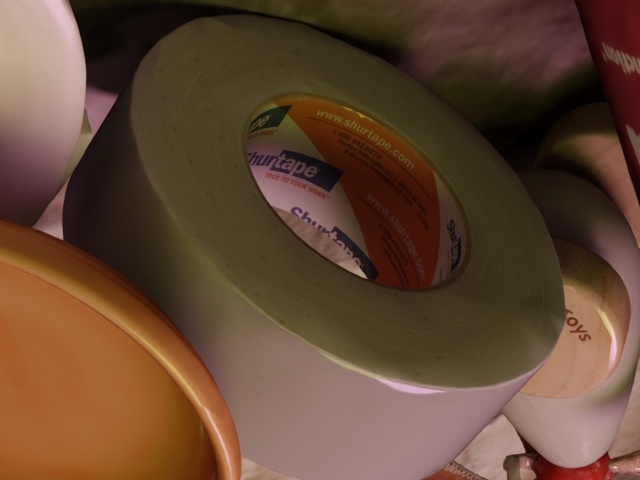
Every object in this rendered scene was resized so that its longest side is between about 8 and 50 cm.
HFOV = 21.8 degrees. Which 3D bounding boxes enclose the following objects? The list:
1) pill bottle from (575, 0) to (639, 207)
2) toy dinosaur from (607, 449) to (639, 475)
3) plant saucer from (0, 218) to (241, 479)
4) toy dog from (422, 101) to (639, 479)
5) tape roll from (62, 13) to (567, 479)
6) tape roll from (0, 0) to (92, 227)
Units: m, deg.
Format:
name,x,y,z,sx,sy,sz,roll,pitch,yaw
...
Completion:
name,x,y,z,sx,sy,sz,roll,pitch,yaw
pill bottle,0.232,-0.055,0.664,0.224,0.224,0.392,-24,118,0
toy dinosaur,0.263,0.087,0.969,0.296,0.127,0.200,-47,150,-41
plant saucer,-0.122,0.060,0.653,0.200,0.037,0.200,13,135,13
toy dog,0.095,0.078,0.940,0.220,0.161,0.334,-37,139,-64
tape roll,0.000,0.000,0.735,0.219,0.219,0.072,6,137,-36
tape roll,-0.233,-0.067,0.616,0.286,0.100,0.286,-16,144,-12
